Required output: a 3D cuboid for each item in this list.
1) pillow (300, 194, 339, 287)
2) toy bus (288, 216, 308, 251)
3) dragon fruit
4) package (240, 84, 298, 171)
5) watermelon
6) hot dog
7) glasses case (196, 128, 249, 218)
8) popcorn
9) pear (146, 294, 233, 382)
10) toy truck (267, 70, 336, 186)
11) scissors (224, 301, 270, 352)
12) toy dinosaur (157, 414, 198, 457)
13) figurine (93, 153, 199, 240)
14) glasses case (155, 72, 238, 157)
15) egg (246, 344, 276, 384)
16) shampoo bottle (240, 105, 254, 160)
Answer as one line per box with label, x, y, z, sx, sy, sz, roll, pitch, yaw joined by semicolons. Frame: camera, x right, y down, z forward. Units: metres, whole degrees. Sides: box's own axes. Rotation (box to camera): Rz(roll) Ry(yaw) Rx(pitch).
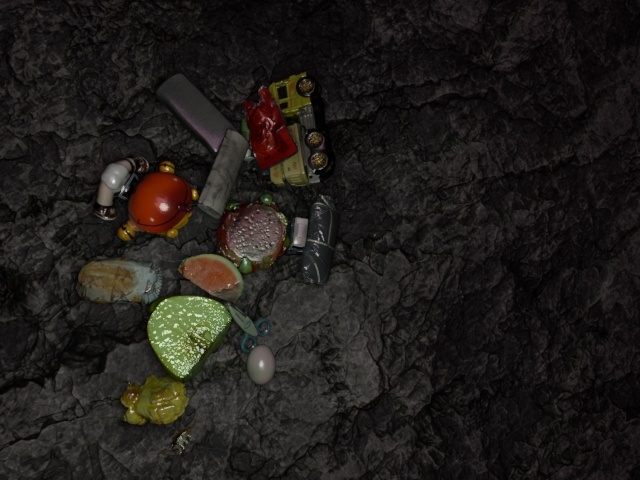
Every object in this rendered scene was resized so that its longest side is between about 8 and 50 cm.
pillow;0.000;0.000;1.838;0.092;0.161;0.336;3;72;29
toy bus;-0.080;-0.023;1.858;0.060;0.075;0.123;9;79;-14
dragon fruit;-0.239;-0.025;1.783;0.268;0.130;0.295;28;76;-6
package;-0.195;-0.397;1.777;0.071;0.194;0.270;-12;82;-46
watermelon;-0.358;0.130;1.727;0.231;0.146;0.128;29;71;19
hot dog;-0.665;0.135;1.669;0.270;0.082;0.163;6;67;-6
glasses case;-0.334;-0.233;1.741;0.114;0.060;0.300;44;58;-52
popcorn;-0.531;0.506;1.624;0.194;0.174;0.169;-2;42;9
pear;-0.459;0.300;1.661;0.292;0.159;0.293;7;67;-18
toy truck;-0.084;-0.395;1.858;0.253;0.180;0.406;-9;85;7
scissors;-0.254;0.280;1.686;0.041;0.289;0.138;32;71;35
toy dinosaur;-0.458;0.664;1.673;0.180;0.037;0.058;-45;99;-16
figurine;-0.566;-0.140;1.682;0.322;0.196;0.320;24;70;0
glasses case;-0.443;-0.454;1.825;0.323;0.074;0.131;46;72;-5
egg;-0.205;0.430;1.741;0.103;0.103;0.135;1;78;-15
shampoo bottle;-0.266;-0.395;1.870;0.065;0.065;0.205;5;80;-14
